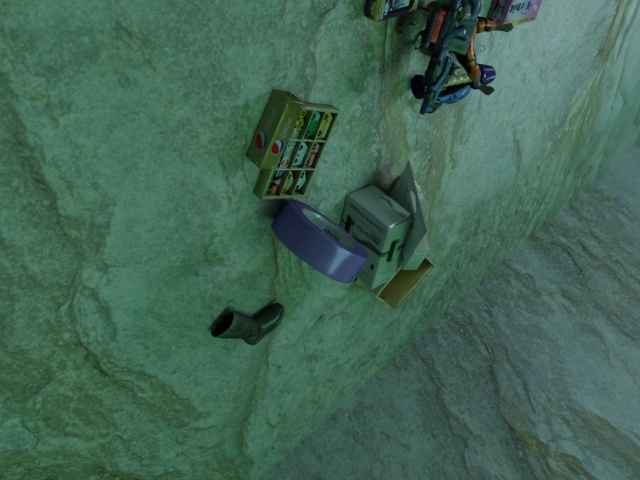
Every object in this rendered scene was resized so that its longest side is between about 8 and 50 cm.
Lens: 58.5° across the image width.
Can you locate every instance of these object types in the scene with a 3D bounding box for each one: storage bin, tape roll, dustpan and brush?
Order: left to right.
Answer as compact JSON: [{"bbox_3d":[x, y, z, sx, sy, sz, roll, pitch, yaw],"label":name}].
[{"bbox_3d":[0.000,0.000,1.586,0.090,0.275,0.274,-55,149,12],"label":"tape roll"},{"bbox_3d":[0.295,0.129,2.256,0.260,0.123,0.262,-50,150,4],"label":"storage bin"},{"bbox_3d":[0.445,-0.574,1.711,0.211,0.060,0.147,-5,143,-39],"label":"dustpan and brush"}]

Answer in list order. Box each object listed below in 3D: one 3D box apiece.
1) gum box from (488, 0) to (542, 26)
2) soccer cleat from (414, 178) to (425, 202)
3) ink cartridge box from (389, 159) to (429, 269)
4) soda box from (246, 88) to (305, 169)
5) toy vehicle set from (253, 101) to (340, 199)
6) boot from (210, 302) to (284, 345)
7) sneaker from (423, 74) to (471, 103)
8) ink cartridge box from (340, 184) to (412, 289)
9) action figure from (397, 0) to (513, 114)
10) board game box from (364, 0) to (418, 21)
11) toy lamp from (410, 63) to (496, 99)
[{"bbox_3d":[0.588,-0.711,1.716,0.188,0.062,0.107,-26,143,-33],"label":"gum box"},{"bbox_3d":[0.317,-0.168,2.001,0.076,0.068,0.196,-45,152,1],"label":"soccer cleat"},{"bbox_3d":[0.295,-0.080,1.835,0.060,0.275,0.239,0,149,-14],"label":"ink cartridge box"},{"bbox_3d":[-0.108,-0.262,1.359,0.058,0.061,0.181,-4,129,-48],"label":"soda box"},{"bbox_3d":[-0.062,-0.229,1.481,0.165,0.035,0.267,-9,132,-46],"label":"toy vehicle set"},{"bbox_3d":[-0.227,0.250,1.806,0.190,0.076,0.208,-50,143,0],"label":"boot"},{"bbox_3d":[0.391,-0.447,1.769,0.209,0.069,0.082,-27,148,-31],"label":"sneaker"},{"bbox_3d":[0.165,-0.012,1.857,0.114,0.197,0.273,-23,141,-35],"label":"ink cartridge box"},{"bbox_3d":[0.338,-0.499,1.525,0.330,0.178,0.342,14,108,-33],"label":"action figure"},{"bbox_3d":[0.177,-0.612,1.329,0.141,0.048,0.170,-26,144,-28],"label":"board game box"},{"bbox_3d":[0.398,-0.473,1.688,0.274,0.080,0.080,-15,139,-21],"label":"toy lamp"}]
